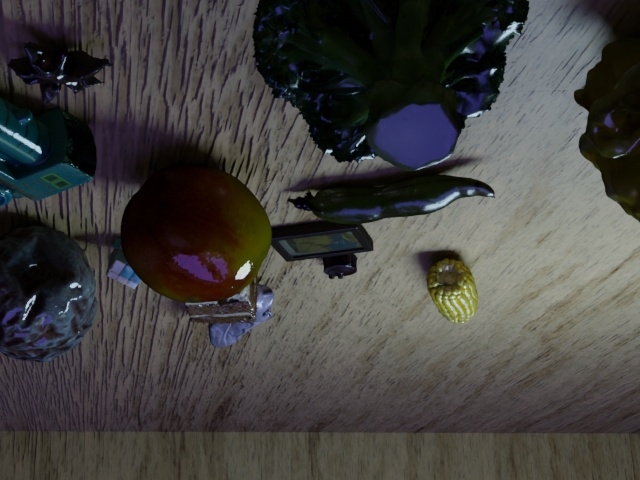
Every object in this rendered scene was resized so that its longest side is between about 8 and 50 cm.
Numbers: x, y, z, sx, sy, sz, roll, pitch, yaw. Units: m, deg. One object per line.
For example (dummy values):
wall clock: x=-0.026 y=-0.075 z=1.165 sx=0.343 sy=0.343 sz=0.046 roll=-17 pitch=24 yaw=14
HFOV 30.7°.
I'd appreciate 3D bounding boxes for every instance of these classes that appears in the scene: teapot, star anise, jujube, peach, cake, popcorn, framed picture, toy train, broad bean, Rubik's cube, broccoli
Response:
teapot: x=0.036 y=0.052 z=2.225 sx=0.068 sy=0.045 sz=0.100 roll=7 pitch=157 yaw=-19
star anise: x=-0.332 y=-0.206 z=1.466 sx=0.124 sy=0.056 sz=0.129 roll=8 pitch=158 yaw=-27
jujube: x=-0.505 y=0.101 z=2.064 sx=0.226 sy=0.226 sz=0.317 roll=2 pitch=161 yaw=-11
peach: x=-0.192 y=-0.010 z=1.789 sx=0.231 sy=0.231 sz=0.231 roll=-2 pitch=160 yaw=-1
cake: x=-0.186 y=0.075 z=2.157 sx=0.135 sy=0.134 sz=0.147 roll=-3 pitch=151 yaw=3
popcorn: x=0.482 y=-0.144 z=1.434 sx=0.321 sy=0.326 sz=0.290 roll=51 pitch=146 yaw=-9
framed picture: x=0.000 y=0.000 z=2.109 sx=0.168 sy=0.023 sz=0.128 roll=-7 pitch=159 yaw=14
toy train: x=-0.454 y=-0.141 z=1.561 sx=0.194 sy=0.120 sz=0.298 roll=-18 pitch=156 yaw=20
broad bean: x=0.112 y=-0.065 z=1.884 sx=0.339 sy=0.061 sz=0.077 roll=-7 pitch=148 yaw=13
Rubik's cube: x=-0.341 y=0.031 z=2.101 sx=0.075 sy=0.084 sz=0.073 roll=15 pitch=133 yaw=-32
broccoli: x=0.069 y=-0.189 z=1.230 sx=0.297 sy=0.297 sz=0.297 roll=2 pitch=130 yaw=2

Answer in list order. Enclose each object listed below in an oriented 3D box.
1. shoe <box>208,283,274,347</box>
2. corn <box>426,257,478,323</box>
shoe: x=-0.166 y=0.151 z=2.408 sx=0.138 sy=0.095 sz=0.245 roll=2 pitch=153 yaw=-2
corn: x=0.263 y=0.100 z=2.309 sx=0.093 sy=0.093 sz=0.244 roll=-5 pitch=164 yaw=9
